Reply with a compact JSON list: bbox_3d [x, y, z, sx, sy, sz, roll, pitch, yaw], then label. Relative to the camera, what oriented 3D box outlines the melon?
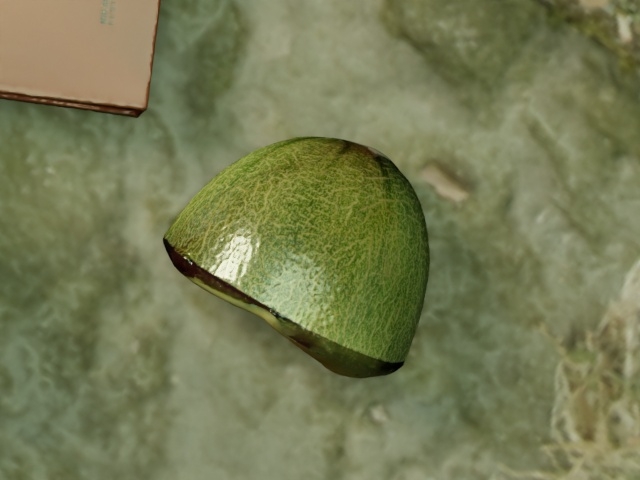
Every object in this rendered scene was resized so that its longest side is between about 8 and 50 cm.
[{"bbox_3d":[0.000,0.000,1.052,0.160,0.079,0.128,27,86,-6],"label":"melon"}]

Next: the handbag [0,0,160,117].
[{"bbox_3d":[-0.186,-0.145,1.043,0.190,0.063,0.127,8,87,-10],"label":"handbag"}]
